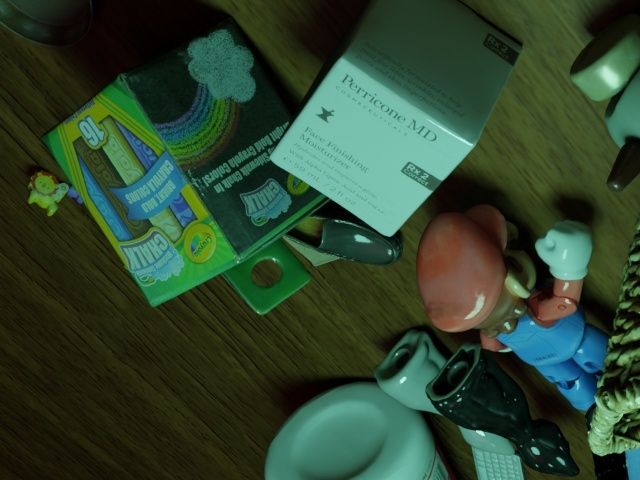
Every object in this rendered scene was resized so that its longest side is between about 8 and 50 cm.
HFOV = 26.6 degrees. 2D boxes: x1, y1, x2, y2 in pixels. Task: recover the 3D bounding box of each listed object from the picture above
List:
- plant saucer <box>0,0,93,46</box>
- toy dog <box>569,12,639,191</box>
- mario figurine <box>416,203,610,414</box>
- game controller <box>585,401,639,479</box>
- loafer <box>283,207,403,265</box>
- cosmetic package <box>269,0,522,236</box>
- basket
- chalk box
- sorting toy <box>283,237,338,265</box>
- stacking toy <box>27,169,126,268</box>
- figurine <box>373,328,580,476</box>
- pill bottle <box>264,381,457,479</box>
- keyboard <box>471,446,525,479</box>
[{"bbox_3d":[-0.321,-0.290,1.504,0.169,0.029,0.168,19,143,15],"label":"plant saucer"},{"bbox_3d":[0.339,-0.138,1.125,0.220,0.161,0.333,28,144,1],"label":"toy dog"},{"bbox_3d":[0.241,0.056,1.492,0.320,0.170,0.198,36,108,-26],"label":"mario figurine"},{"bbox_3d":[0.384,0.223,1.508,0.167,0.067,0.319,-12,150,9],"label":"game controller"},{"bbox_3d":[0.011,-0.005,1.576,0.170,0.061,0.062,17,116,14],"label":"loafer"},{"bbox_3d":[0.071,-0.134,1.319,0.151,0.151,0.183,32,144,-5],"label":"cosmetic package"},{"bbox_3d":[0.348,0.083,1.122,0.214,0.223,0.299,12,165,12],"label":"basket"},{"bbox_3d":[-0.123,-0.055,1.456,0.179,0.180,0.289,-25,98,48],"label":"chalk box"},{"bbox_3d":[0.000,0.000,1.644,0.062,0.012,0.083,44,141,-23],"label":"sorting toy"},{"bbox_3d":[-0.261,-0.045,1.741,0.221,0.052,0.167,35,145,-11],"label":"stacking toy"},{"bbox_3d":[0.194,0.211,1.667,0.209,0.092,0.215,41,166,-22],"label":"figurine"},{"bbox_3d":[0.100,0.406,1.875,0.229,0.229,0.407,1,135,33],"label":"pill bottle"},{"bbox_3d":[0.260,0.367,1.901,0.072,0.014,0.256,10,139,25],"label":"keyboard"}]
